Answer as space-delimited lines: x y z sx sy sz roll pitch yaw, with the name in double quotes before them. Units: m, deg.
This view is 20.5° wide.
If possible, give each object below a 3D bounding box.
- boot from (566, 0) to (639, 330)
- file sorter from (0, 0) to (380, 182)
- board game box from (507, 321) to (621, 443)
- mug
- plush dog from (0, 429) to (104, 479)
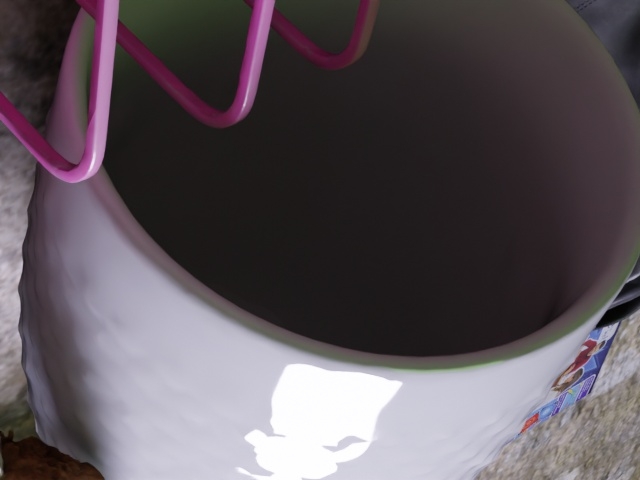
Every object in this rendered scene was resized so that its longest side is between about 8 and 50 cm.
"boot" 0.211 -0.127 1.056 0.118 0.222 0.338 -2 132 -51
"file sorter" -0.126 -0.128 0.648 0.291 0.182 0.202 -25 147 -32
"board game box" 0.207 0.091 1.557 0.136 0.035 0.201 -26 147 -31
"mug" 0.000 0.000 0.946 0.374 0.276 0.328 -60 176 -38
"plush dog" -0.240 0.156 0.806 0.225 0.211 0.262 -58 163 -31
